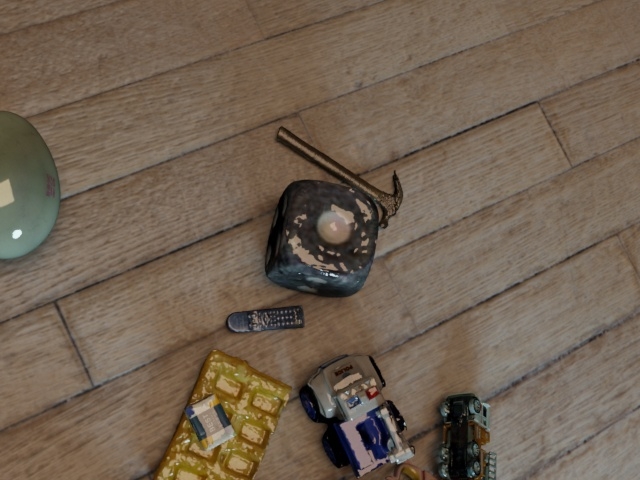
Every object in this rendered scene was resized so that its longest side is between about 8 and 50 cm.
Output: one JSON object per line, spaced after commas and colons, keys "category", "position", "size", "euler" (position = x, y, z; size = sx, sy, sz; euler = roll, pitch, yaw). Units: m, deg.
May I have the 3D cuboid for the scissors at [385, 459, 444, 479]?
{"category": "scissors", "position": [0.180, 0.501, 1.409], "size": [0.160, 0.317, 0.024], "euler": [31, 114, -8]}

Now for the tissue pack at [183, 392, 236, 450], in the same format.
{"category": "tissue pack", "position": [-0.190, 0.313, 1.385], "size": [0.062, 0.042, 0.083], "euler": [-24, 83, -23]}

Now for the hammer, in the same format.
{"category": "hammer", "position": [0.037, -0.144, 1.643], "size": [0.297, 0.027, 0.125], "euler": [30, 70, -7]}

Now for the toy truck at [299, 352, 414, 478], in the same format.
{"category": "toy truck", "position": [0.072, 0.312, 1.451], "size": [0.161, 0.177, 0.213], "euler": [-25, 85, -14]}

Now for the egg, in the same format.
{"category": "egg", "position": [-0.541, -0.097, 1.371], "size": [0.182, 0.183, 0.264], "euler": [-4, 71, -18]}

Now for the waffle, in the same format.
{"category": "waffle", "position": [-0.176, 0.349, 1.435], "size": [0.168, 0.057, 0.274], "euler": [26, 70, -9]}

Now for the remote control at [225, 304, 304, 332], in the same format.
{"category": "remote control", "position": [-0.105, 0.150, 1.525], "size": [0.152, 0.027, 0.044], "euler": [-3, 71, -19]}

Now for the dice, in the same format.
{"category": "dice", "position": [0.000, 0.000, 1.511], "size": [0.181, 0.183, 0.182], "euler": [15, 71, -11]}

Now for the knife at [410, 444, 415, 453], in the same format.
{"category": "knife", "position": [0.113, 0.363, 1.545], "size": [0.170, 0.010, 0.023], "euler": [33, 70, -5]}

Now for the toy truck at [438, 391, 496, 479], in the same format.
{"category": "toy truck", "position": [0.289, 0.391, 1.544], "size": [0.115, 0.080, 0.178], "euler": [32, 54, -41]}
